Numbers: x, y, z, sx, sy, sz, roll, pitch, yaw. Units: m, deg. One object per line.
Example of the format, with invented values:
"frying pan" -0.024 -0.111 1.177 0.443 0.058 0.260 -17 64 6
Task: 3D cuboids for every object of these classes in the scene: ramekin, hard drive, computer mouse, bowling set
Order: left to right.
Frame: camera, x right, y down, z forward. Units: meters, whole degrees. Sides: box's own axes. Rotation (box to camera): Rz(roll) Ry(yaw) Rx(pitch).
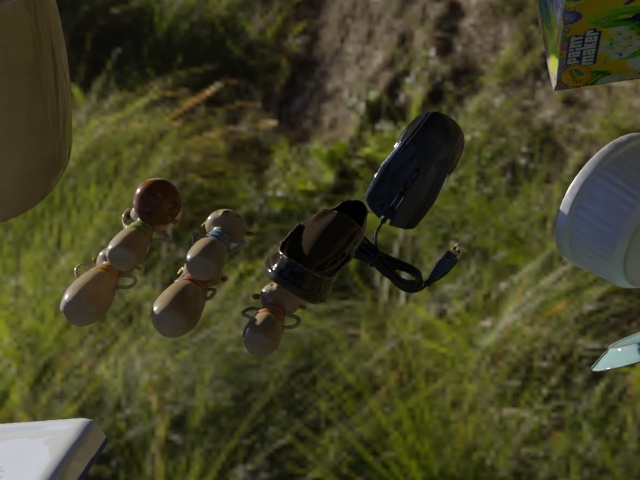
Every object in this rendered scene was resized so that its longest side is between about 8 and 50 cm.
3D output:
"hard drive" -0.362 0.301 1.340 0.040 0.210 0.319 62 -142 -28
"bowling set" -0.152 0.004 1.606 0.154 0.287 0.200 -64 -17 -60
"computer mouse" 0.153 -0.053 2.046 0.262 0.184 0.060 -52 -1 -6
"ramekin" 0.432 -0.033 1.909 0.109 0.207 0.207 39 128 38

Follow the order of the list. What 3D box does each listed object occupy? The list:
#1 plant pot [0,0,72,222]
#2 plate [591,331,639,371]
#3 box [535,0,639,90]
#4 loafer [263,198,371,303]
"plant pot" -0.357 -0.192 1.392 0.274 0.256 0.257 119 149 -53
"plate" 0.452 0.135 1.885 0.024 0.188 0.188 69 160 2
"box" 0.382 -0.316 1.516 0.290 0.279 0.177 73 -171 -71
"loafer" 0.000 0.000 1.548 0.078 0.080 0.220 -61 -3 23
